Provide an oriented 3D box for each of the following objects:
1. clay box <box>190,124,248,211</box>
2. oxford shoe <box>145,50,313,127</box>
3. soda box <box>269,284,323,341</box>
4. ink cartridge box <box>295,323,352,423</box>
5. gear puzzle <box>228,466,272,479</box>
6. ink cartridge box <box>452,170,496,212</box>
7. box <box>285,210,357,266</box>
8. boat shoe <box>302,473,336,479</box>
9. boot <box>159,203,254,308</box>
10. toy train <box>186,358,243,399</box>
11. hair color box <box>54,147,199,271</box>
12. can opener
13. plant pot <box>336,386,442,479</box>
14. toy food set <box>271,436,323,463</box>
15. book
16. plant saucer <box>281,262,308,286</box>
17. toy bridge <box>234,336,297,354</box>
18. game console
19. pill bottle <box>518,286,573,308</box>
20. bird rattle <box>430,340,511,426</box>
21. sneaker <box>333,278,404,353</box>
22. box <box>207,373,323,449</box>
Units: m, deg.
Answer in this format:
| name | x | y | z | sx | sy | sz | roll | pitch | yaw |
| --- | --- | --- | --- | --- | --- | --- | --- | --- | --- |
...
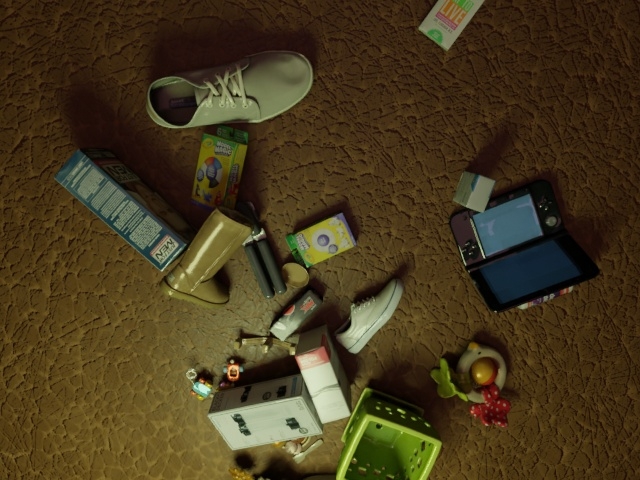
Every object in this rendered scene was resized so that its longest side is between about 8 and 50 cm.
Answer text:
| name | x | y | z | sx | sy | sz | roll | pitch | yaw |
| --- | --- | --- | --- | --- | --- | --- | --- | --- | --- |
| clay box | -0.268 | -0.189 | 1.291 | 0.127 | 0.053 | 0.222 | 21 | 105 | 33 |
| oxford shoe | -0.235 | -0.378 | 1.244 | 0.448 | 0.130 | 0.169 | -11 | 100 | 2 |
| soda box | -0.070 | 0.209 | 1.401 | 0.060 | 0.053 | 0.169 | 43 | 99 | -8 |
| ink cartridge box | 0.012 | 0.374 | 1.380 | 0.092 | 0.158 | 0.218 | -21 | 100 | 8 |
| gear puzzle | -0.136 | 0.783 | 1.478 | 0.338 | 0.044 | 0.175 | 35 | 141 | -6 |
| ink cartridge box | 0.403 | -0.131 | 1.288 | 0.052 | 0.122 | 0.089 | 18 | 102 | -7 |
| box | 0.000 | 0.000 | 1.362 | 0.179 | 0.043 | 0.105 | -25 | 100 | 8 |
| boat shoe | 0.099 | 0.825 | 1.488 | 0.340 | 0.127 | 0.158 | 6 | 96 | 0 |
| boot | -0.260 | 0.052 | 1.287 | 0.269 | 0.236 | 0.089 | -49 | 57 | 13 |
| toy train | -0.308 | 0.410 | 1.453 | 0.166 | 0.046 | 0.125 | -5 | 101 | -1 |
| hair color box | -0.492 | -0.087 | 1.284 | 0.347 | 0.174 | 0.105 | 43 | 98 | -8 |
| can opener | -0.176 | 0.028 | 1.342 | 0.075 | 0.095 | 0.284 | -21 | 94 | 6 |
| plant pot | 0.183 | 0.568 | 1.394 | 0.228 | 0.207 | 0.227 | 22 | 102 | -4 |
| toy food set | -0.091 | 0.593 | 1.488 | 0.132 | 0.038 | 0.192 | -41 | 98 | 8 |
| book | 0.332 | -0.574 | 1.244 | 0.096 | 0.035 | 0.144 | 36 | 101 | -2 |
| plant saucer | -0.070 | 0.095 | 1.384 | 0.083 | 0.015 | 0.084 | 10 | 124 | 15 |
| toy bridge | -0.151 | 0.301 | 1.414 | 0.188 | 0.063 | 0.026 | 3 | 101 | 11 |
| game console | 0.528 | 0.009 | 1.289 | 0.293 | 0.173 | 0.250 | -22 | 101 | 5 |
| pill bottle | 0.620 | 0.107 | 1.340 | 0.193 | 0.108 | 0.108 | -22 | 101 | 6 |
| bird rattle | 0.462 | 0.408 | 1.403 | 0.253 | 0.143 | 0.207 | 29 | 84 | -8 |
| sneaker | 0.133 | 0.204 | 1.375 | 0.091 | 0.094 | 0.258 | 34 | 101 | -10 |
| box | -0.152 | 0.491 | 1.393 | 0.289 | 0.087 | 0.169 | -17 | 119 | 14 |
